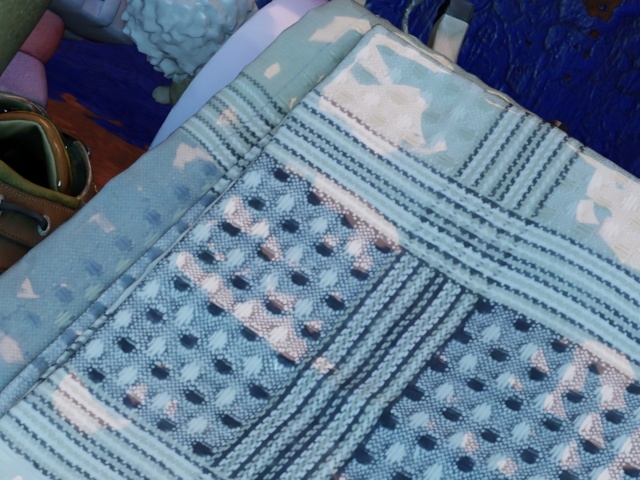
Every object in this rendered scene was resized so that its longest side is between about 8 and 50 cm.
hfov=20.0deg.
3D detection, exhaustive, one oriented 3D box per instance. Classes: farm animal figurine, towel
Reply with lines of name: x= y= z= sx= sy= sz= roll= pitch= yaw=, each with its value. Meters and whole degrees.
farm animal figurine: x=0.034 y=-0.049 z=1.244 sx=0.330 sy=0.172 sz=0.327 roll=14 pitch=-20 yaw=9
towel: x=0.029 y=0.061 z=0.694 sx=0.324 sy=0.312 sz=0.056 roll=32 pitch=-26 yaw=23

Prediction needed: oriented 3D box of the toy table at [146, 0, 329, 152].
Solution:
toy table: x=0.000 y=0.000 z=1.015 sx=0.161 sy=0.252 sz=0.274 roll=41 pitch=-19 yaw=13

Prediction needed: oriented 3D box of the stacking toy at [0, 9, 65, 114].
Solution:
stacking toy: x=-0.327 y=-0.101 z=1.086 sx=0.280 sy=0.130 sz=0.309 roll=5 pitch=-6 yaw=31

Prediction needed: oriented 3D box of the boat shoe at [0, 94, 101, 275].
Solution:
boat shoe: x=-0.162 y=-0.019 z=0.985 sx=0.111 sy=0.104 sz=0.307 roll=29 pitch=11 yaw=2

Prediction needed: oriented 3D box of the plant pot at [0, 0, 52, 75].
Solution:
plant pot: x=-0.225 y=-0.039 z=0.527 sx=0.237 sy=0.254 sz=0.237 roll=28 pitch=11 yaw=-6

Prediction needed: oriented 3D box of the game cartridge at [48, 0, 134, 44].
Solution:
game cartridge: x=-0.267 y=-0.187 z=1.081 sx=0.230 sy=0.068 sz=0.355 roll=2 pitch=-6 yaw=16
